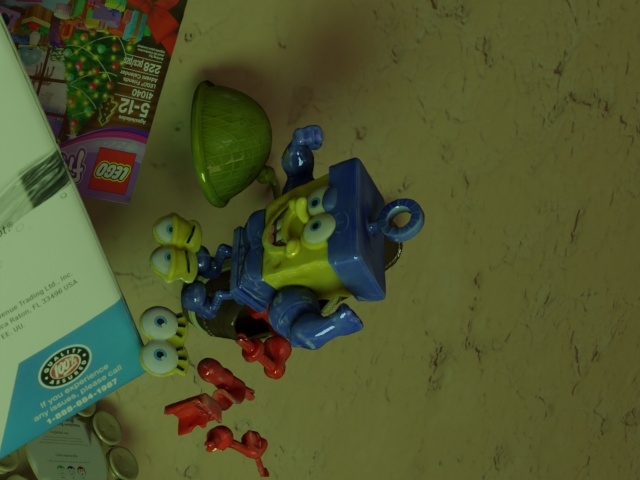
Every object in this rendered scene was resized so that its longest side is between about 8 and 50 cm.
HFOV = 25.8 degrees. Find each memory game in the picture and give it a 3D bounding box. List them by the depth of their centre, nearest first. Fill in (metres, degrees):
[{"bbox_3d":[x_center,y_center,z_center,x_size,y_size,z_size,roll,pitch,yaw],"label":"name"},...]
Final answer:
[{"bbox_3d":[-0.230,0.197,1.253,0.012,0.186,0.186,-34,138,27],"label":"memory game"}]

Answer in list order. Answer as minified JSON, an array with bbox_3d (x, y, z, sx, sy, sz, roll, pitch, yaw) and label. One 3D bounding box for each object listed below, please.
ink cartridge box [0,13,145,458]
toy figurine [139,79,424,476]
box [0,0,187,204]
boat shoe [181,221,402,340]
[{"bbox_3d":[-0.329,-0.005,1.017,0.285,0.166,0.395,-30,135,-16],"label":"ink cartridge box"},{"bbox_3d":[0.000,0.000,1.196,0.191,0.217,0.362,47,34,-40],"label":"toy figurine"},{"bbox_3d":[-0.263,-0.151,1.149,0.293,0.057,0.201,10,102,-40],"label":"box"},{"bbox_3d":[-0.008,0.045,1.401,0.257,0.095,0.095,-23,120,-30],"label":"boat shoe"}]
